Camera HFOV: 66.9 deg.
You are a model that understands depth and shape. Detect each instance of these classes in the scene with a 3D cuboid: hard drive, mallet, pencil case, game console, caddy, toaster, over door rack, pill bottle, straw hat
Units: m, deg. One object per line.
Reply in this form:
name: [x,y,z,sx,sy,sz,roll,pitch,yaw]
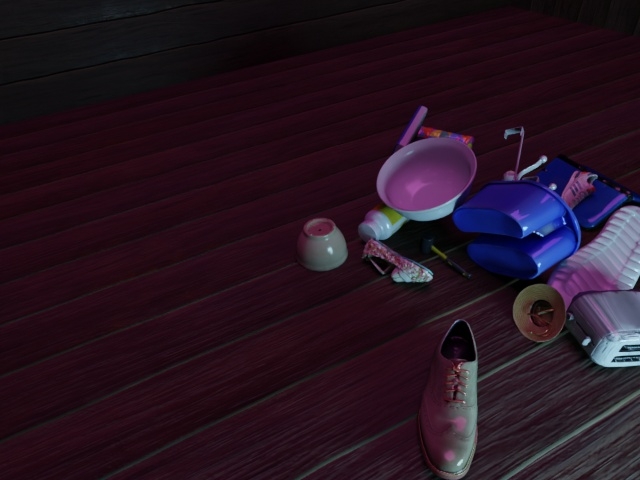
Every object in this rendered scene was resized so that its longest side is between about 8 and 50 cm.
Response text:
hard drive: [0.307,-0.339,1.787,0.040,0.210,0.318,25,44,8]
mallet: [0.364,0.056,1.428,0.039,0.062,0.189,-28,58,-25]
pencil case: [0.484,-0.390,1.922,0.237,0.104,0.104,22,45,29]
game console: [0.897,-0.152,1.630,0.250,0.173,0.293,-41,42,5]
caddy: [0.529,-0.039,1.314,0.179,0.241,0.341,-33,16,-15]
toaster: [0.698,0.202,1.124,0.227,0.129,0.146,-1,42,-7]
over door rack: [0.661,-0.181,1.491,0.108,0.239,0.324,-15,39,27]
pill bottle: [0.204,-0.066,1.537,0.103,0.103,0.184,27,48,34]
straw hat: [0.558,0.185,1.207,0.061,0.144,0.144,19,24,-35]

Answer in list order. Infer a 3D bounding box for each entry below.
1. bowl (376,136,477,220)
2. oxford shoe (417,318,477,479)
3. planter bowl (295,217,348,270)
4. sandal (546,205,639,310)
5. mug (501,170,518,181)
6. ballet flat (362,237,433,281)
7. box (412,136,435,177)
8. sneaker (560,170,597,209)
bowl: [0.330,-0.161,1.462,0.298,0.134,0.297,-16,47,18]
oxford shoe: [0.272,0.316,1.023,0.123,0.130,0.348,4,39,12]
planter bowl: [0.000,0.000,1.474,0.162,0.109,0.162,-4,38,3]
sandal: [0.763,0.074,1.302,0.416,0.102,0.169,-38,64,-15]
mug: [0.662,-0.212,1.702,0.062,0.064,0.078,-12,38,-7]
ballet flat: [0.214,0.074,1.396,0.077,0.091,0.241,-52,47,-6]
box: [0.375,-0.236,1.700,0.165,0.143,0.270,13,41,19]
sneaker: [0.815,-0.152,1.523,0.075,0.057,0.161,12,64,49]
